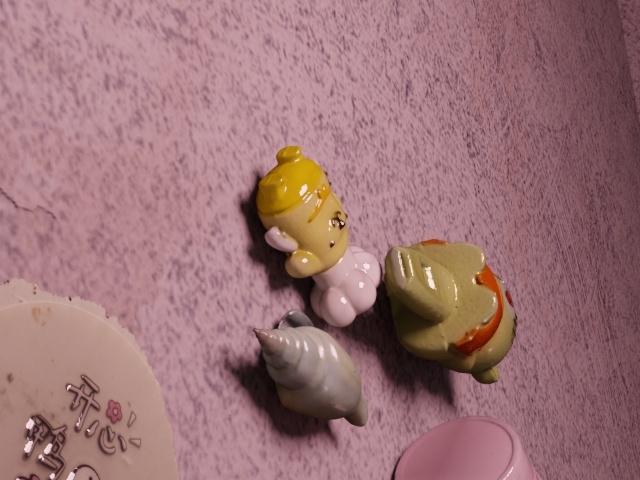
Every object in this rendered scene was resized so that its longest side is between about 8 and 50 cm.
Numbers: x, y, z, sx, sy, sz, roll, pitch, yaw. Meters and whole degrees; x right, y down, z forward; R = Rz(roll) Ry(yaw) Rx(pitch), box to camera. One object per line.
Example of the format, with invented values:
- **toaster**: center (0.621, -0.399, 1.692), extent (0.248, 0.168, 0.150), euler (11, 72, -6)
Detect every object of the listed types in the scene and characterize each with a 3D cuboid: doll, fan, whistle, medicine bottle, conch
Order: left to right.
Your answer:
- **fan**: center (-0.161, 0.206, 0.492), extent (0.233, 0.012, 0.415), euler (52, 36, -36)
- **conch**: center (-0.012, 0.101, 0.768), extent (0.065, 0.088, 0.180), euler (-47, 141, -5)
- **doll**: center (0.000, 0.000, 0.819), extent (0.163, 0.062, 0.106), euler (60, 37, -30)
- **whistle**: center (0.127, 0.061, 0.953), extent (0.288, 0.106, 0.131), euler (37, 38, -62)
- **medicine bottle**: center (0.174, 0.302, 0.931), extent (0.250, 0.133, 0.133), euler (64, 31, -24)
